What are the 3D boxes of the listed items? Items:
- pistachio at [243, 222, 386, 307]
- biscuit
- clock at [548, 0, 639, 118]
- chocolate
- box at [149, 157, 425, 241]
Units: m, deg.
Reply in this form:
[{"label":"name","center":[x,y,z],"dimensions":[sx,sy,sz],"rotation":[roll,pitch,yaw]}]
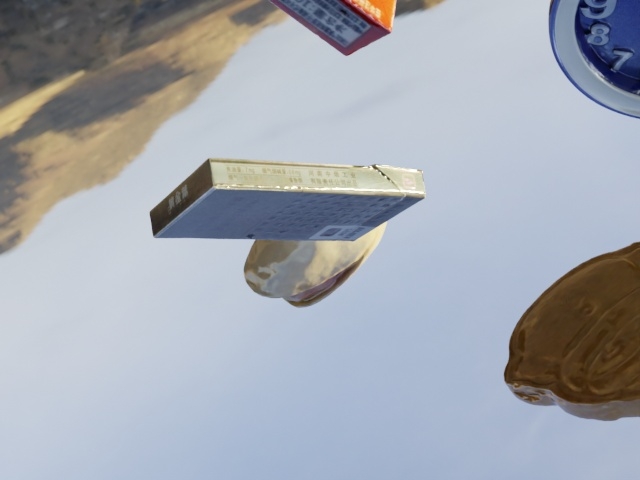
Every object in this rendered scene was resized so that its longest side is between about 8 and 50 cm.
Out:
[{"label":"pistachio","center":[0.000,0.000,1.921],"dimensions":[0.299,0.187,0.187],"rotation":[-47,-169,18]},{"label":"biscuit","center":[0.422,0.119,1.465],"dimensions":[0.312,0.057,0.351],"rotation":[-48,-152,-18]},{"label":"clock","center":[0.334,-0.221,0.986],"dimensions":[0.230,0.230,0.083],"rotation":[-16,-142,33]},{"label":"chocolate","center":[0.002,-0.425,1.607],"dimensions":[0.108,0.237,0.235],"rotation":[-38,-149,37]},{"label":"box","center":[-0.040,-0.049,1.383],"dimensions":[0.325,0.047,0.180],"rotation":[0,160,-34]}]
